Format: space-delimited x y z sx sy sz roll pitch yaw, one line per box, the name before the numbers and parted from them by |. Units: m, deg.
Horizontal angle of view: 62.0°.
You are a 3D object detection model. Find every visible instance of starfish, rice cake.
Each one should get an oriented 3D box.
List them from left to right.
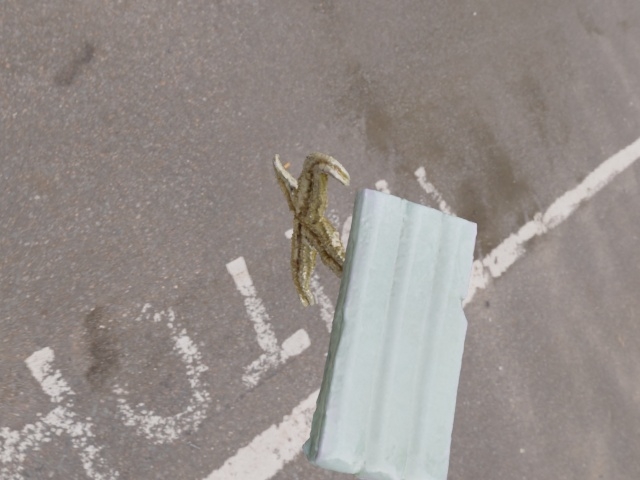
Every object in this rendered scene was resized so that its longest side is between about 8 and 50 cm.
starfish | 0.000 0.000 1.222 0.082 0.324 0.432 -20 112 -28
rice cake | 0.066 0.079 0.446 0.127 0.043 0.237 16 77 -14
